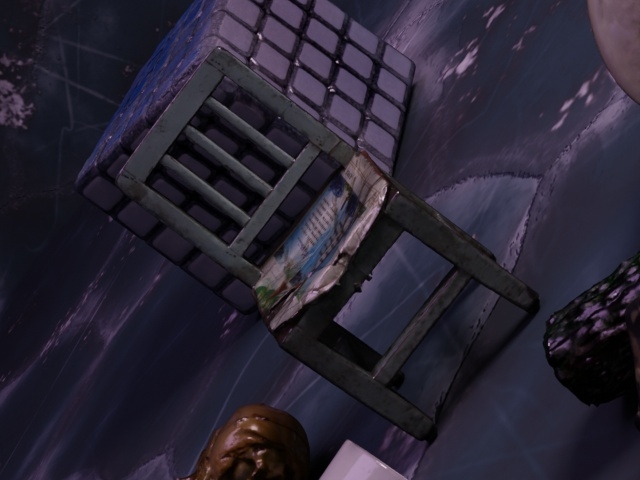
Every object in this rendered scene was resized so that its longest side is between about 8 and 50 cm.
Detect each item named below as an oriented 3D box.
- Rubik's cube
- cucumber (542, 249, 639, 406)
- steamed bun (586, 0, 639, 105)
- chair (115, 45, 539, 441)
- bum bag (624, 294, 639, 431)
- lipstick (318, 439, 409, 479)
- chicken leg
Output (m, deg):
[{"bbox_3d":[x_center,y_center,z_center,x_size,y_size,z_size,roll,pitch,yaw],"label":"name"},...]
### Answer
[{"bbox_3d":[-0.070,-0.113,1.639,0.237,0.238,0.237,-43,20,38],"label":"Rubik's cube"},{"bbox_3d":[0.237,-0.013,0.845,0.293,0.067,0.067,-43,19,30],"label":"cucumber"},{"bbox_3d":[0.256,-0.192,0.941,0.250,0.155,0.200,-50,-3,25],"label":"steamed bun"},{"bbox_3d":[0.000,0.000,1.131,0.136,0.270,0.147,-51,15,6],"label":"chair"},{"bbox_3d":[0.237,0.014,0.771,0.248,0.069,0.102,-41,32,25],"label":"bum bag"},{"bbox_3d":[-0.040,0.281,0.987,0.327,0.087,0.087,-56,15,-5],"label":"lipstick"},{"bbox_3d":[-0.073,0.203,1.285,0.207,0.085,0.101,-48,25,52],"label":"chicken leg"}]
